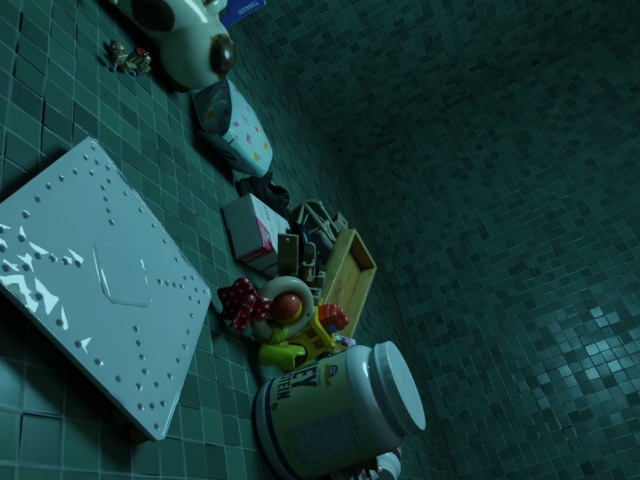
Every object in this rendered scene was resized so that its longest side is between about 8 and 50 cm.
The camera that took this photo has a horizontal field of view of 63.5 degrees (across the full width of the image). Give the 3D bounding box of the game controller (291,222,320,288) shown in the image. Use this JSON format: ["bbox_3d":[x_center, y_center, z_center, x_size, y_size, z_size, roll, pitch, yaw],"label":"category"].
[{"bbox_3d":[-0.056,0.062,1.664,0.167,0.067,0.319,59,-15,17],"label":"game controller"}]

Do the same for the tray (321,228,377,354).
[{"bbox_3d":[0.071,0.177,1.753,0.203,0.076,0.411,58,41,-34],"label":"tray"}]

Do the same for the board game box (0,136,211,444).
[{"bbox_3d":[-0.340,0.063,0.844,0.390,0.050,0.390,58,15,-25],"label":"board game box"}]

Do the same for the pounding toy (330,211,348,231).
[{"bbox_3d":[0.064,-0.037,2.396,0.100,0.130,0.141,48,18,-15],"label":"pounding toy"}]

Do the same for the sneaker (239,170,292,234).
[{"bbox_3d":[-0.146,-0.101,1.688,0.286,0.130,0.109,57,14,-33],"label":"sneaker"}]

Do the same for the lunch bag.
[{"bbox_3d":[-0.265,-0.331,1.584,0.223,0.160,0.262,49,16,-52],"label":"lunch bag"}]

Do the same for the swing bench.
[{"bbox_3d":[0.000,0.000,1.981,0.253,0.165,0.255,55,17,-35],"label":"swing bench"}]

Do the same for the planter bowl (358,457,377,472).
[{"bbox_3d":[0.074,0.492,1.329,0.217,0.090,0.217,168,-90,-85],"label":"planter bowl"}]

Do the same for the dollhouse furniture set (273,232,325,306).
[{"bbox_3d":[-0.060,0.072,1.341,0.151,0.143,0.123,-66,160,-65],"label":"dollhouse furniture set"}]

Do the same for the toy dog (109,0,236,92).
[{"bbox_3d":[-0.382,-0.614,1.391,0.408,0.284,0.396,59,18,-28],"label":"toy dog"}]

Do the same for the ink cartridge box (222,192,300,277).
[{"bbox_3d":[-0.167,-0.006,1.501,0.237,0.100,0.172,38,32,-61],"label":"ink cartridge box"}]

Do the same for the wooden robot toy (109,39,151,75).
[{"bbox_3d":[-0.464,-0.451,1.238,0.079,0.076,0.173,53,15,-5],"label":"wooden robot toy"}]

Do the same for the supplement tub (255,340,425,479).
[{"bbox_3d":[0.044,0.376,1.154,0.236,0.324,0.235,58,15,-25],"label":"supplement tub"}]

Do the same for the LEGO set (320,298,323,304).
[{"bbox_3d":[-0.045,0.186,1.518,0.227,0.087,0.093,50,22,-4],"label":"LEGO set"}]

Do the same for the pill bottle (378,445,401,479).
[{"bbox_3d":[0.189,0.679,1.602,0.121,0.121,0.221,64,14,-5],"label":"pill bottle"}]

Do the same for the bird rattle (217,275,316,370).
[{"bbox_3d":[-0.116,0.167,1.221,0.143,0.206,0.254,25,-33,58],"label":"bird rattle"}]

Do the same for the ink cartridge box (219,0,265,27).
[{"bbox_3d":[-0.384,-0.777,1.554,0.330,0.323,0.072,55,18,-33],"label":"ink cartridge box"}]

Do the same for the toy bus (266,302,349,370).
[{"bbox_3d":[-0.041,0.208,1.376,0.220,0.211,0.150,56,18,-27],"label":"toy bus"}]

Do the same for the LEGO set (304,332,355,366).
[{"bbox_3d":[0.007,0.403,1.451,0.107,0.132,0.287,23,71,-46],"label":"LEGO set"}]

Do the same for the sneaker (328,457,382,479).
[{"bbox_3d":[0.095,0.614,1.381,0.103,0.111,0.252,69,14,15],"label":"sneaker"}]
